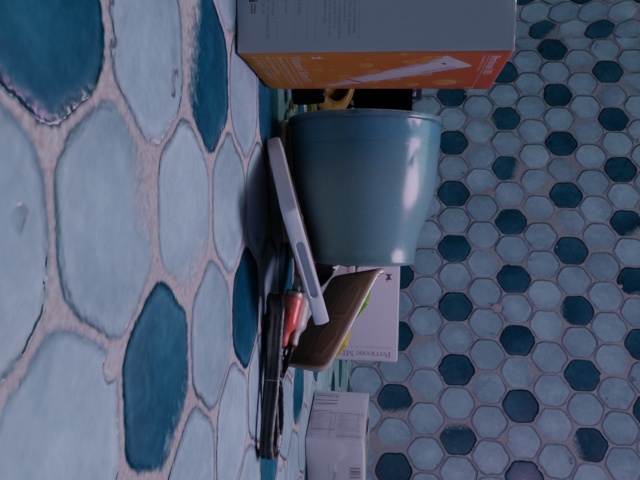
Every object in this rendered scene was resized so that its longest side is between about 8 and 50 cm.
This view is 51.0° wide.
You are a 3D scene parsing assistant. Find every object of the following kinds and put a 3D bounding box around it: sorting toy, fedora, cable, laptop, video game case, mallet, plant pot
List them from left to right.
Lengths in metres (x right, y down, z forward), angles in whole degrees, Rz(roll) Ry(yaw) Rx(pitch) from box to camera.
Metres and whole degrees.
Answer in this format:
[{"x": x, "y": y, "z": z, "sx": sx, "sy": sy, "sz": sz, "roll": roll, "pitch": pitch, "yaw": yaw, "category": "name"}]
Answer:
[{"x": -0.055, "y": 0.195, "z": 1.055, "sx": 0.139, "sy": 0.072, "sz": 0.287, "roll": 83, "pitch": 8, "yaw": -72, "category": "cable"}, {"x": -0.036, "y": -0.019, "z": 1.021, "sx": 0.227, "sy": 0.026, "sz": 0.206, "roll": -107, "pitch": -178, "yaw": -56, "category": "video game case"}, {"x": -0.009, "y": -0.249, "z": 1.303, "sx": 0.190, "sy": 0.062, "sz": 0.039, "roll": 59, "pitch": 27, "yaw": -71, "category": "mallet"}, {"x": 0.003, "y": -0.348, "z": 1.355, "sx": 0.194, "sy": 0.079, "sz": 0.195, "roll": -21, "pitch": 115, "yaw": -55, "category": "fedora"}, {"x": 0.023, "y": 0.139, "z": 1.162, "sx": 0.208, "sy": 0.038, "sz": 0.193, "roll": -56, "pitch": -166, "yaw": -18, "category": "sorting toy"}, {"x": 0.076, "y": -0.084, "z": 1.186, "sx": 0.271, "sy": 0.271, "sz": 0.255, "roll": -20, "pitch": 111, "yaw": -83, "category": "plant pot"}, {"x": 0.143, "y": -0.529, "z": 1.964, "sx": 0.236, "sy": 0.407, "sz": 0.382, "roll": -54, "pitch": 159, "yaw": -20, "category": "laptop"}]

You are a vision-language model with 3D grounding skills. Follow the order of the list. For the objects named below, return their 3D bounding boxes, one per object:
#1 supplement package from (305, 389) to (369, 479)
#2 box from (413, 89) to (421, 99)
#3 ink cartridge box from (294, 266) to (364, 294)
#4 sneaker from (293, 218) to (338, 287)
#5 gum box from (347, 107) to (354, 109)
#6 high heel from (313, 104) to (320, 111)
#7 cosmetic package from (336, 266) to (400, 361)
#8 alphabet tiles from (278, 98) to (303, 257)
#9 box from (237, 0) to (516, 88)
[{"x": 0.048, "y": 0.531, "z": 1.747, "sx": 0.203, "sy": 0.149, "sz": 0.194, "roll": -73, "pitch": 163, "yaw": -65, "category": "supplement package"}, {"x": 0.205, "y": -0.700, "z": 2.280, "sx": 0.212, "sy": 0.293, "sz": 0.396, "roll": -81, "pitch": 170, "yaw": -47, "category": "box"}, {"x": 0.023, "y": 0.074, "z": 1.438, "sx": 0.092, "sy": 0.143, "sz": 0.090, "roll": -82, "pitch": 171, "yaw": -46, "category": "ink cartridge box"}, {"x": 0.000, "y": 0.000, "z": 1.356, "sx": 0.121, "sy": 0.099, "sz": 0.263, "roll": 106, "pitch": -3, "yaw": -55, "category": "sneaker"}, {"x": 0.043, "y": -0.200, "z": 1.508, "sx": 0.184, "sy": 0.041, "sz": 0.157, "roll": -36, "pitch": 110, "yaw": -51, "category": "gum box"}, {"x": 0.019, "y": -0.304, "z": 1.559, "sx": 0.261, "sy": 0.093, "sz": 0.186, "roll": -91, "pitch": 178, "yaw": -78, "category": "high heel"}, {"x": 0.120, "y": 0.118, "z": 1.974, "sx": 0.161, "sy": 0.229, "sz": 0.454, "roll": -71, "pitch": 161, "yaw": -69, "category": "cosmetic package"}, {"x": -0.049, "y": -0.120, "z": 1.310, "sx": 0.284, "sy": 0.021, "sz": 0.278, "roll": -78, "pitch": 167, "yaw": -58, "category": "alphabet tiles"}, {"x": 0.077, "y": -0.312, "z": 0.924, "sx": 0.215, "sy": 0.345, "sz": 0.168, "roll": -3, "pitch": 94, "yaw": -83, "category": "box"}]
